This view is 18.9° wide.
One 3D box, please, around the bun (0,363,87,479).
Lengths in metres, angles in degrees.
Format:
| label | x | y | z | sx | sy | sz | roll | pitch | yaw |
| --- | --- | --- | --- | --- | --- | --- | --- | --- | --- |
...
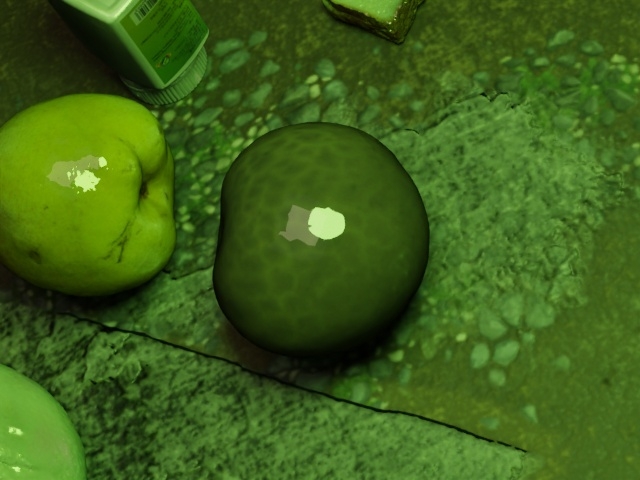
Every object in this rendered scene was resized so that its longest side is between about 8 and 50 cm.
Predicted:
| label | x | y | z | sx | sy | sz | roll | pitch | yaw |
| --- | --- | --- | --- | --- | --- | --- | --- | --- | --- |
| bun | -0.350 | 0.218 | 1.697 | 0.283 | 0.179 | 0.283 | -9 | 59 | 14 |

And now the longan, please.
| label | x | y | z | sx | sy | sz | roll | pitch | yaw |
| --- | --- | --- | --- | --- | --- | --- | --- | --- | --- |
| longan | 0.000 | 0.000 | 1.684 | 0.198 | 0.198 | 0.212 | -13 | 55 | 13 |

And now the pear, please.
| label | x | y | z | sx | sy | sz | roll | pitch | yaw |
| --- | --- | --- | --- | --- | --- | --- | --- | --- | --- |
| pear | -0.225 | -0.044 | 1.786 | 0.200 | 0.200 | 0.200 | -8 | 61 | 16 |

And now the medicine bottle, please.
| label | x | y | z | sx | sy | sz | roll | pitch | yaw |
| --- | --- | --- | --- | --- | --- | --- | --- | --- | --- |
| medicine bottle | -0.183 | -0.214 | 1.855 | 0.132 | 0.188 | 0.088 | 31 | 78 | 30 |

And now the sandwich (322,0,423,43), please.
| label | x | y | z | sx | sy | sz | roll | pitch | yaw |
| --- | --- | --- | --- | --- | --- | --- | --- | --- | --- |
| sandwich | 0.055 | -0.248 | 1.877 | 0.105 | 0.036 | 0.093 | 20 | 73 | 29 |
